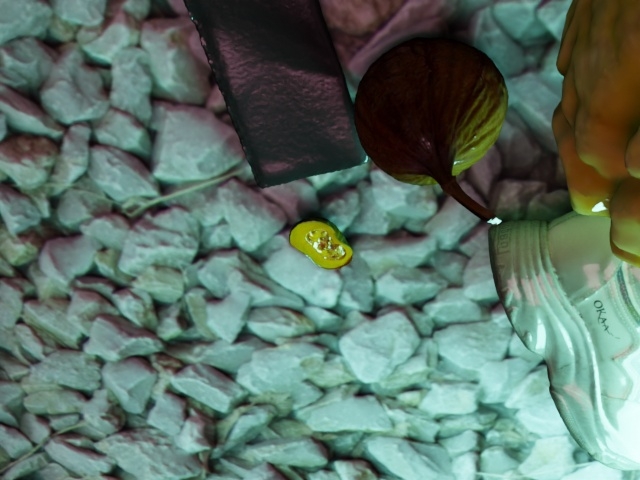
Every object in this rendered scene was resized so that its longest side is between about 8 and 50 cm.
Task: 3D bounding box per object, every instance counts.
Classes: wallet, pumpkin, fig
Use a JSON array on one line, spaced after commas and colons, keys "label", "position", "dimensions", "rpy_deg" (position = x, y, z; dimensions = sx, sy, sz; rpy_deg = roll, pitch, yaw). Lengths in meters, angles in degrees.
[{"label": "wallet", "position": [-0.042, -0.166, 1.032], "dimensions": [0.124, 0.025, 0.244], "rpy_deg": [-11, 122, 15]}, {"label": "pumpkin", "position": [0.001, -0.001, 1.144], "dimensions": [0.050, 0.028, 0.083], "rpy_deg": [-25, 127, 21]}, {"label": "fig", "position": [0.099, -0.086, 0.969], "dimensions": [0.133, 0.201, 0.146], "rpy_deg": [26, 132, -22]}]

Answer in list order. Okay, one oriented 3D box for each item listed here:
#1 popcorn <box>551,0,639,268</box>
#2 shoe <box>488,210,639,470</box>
[{"label": "popcorn", "position": [0.357, -0.140, 0.800], "dimensions": [0.344, 0.354, 0.390], "rpy_deg": [18, 131, 6]}, {"label": "shoe", "position": [0.331, 0.096, 1.106], "dimensions": [0.210, 0.132, 0.342], "rpy_deg": [-21, 117, 24]}]
